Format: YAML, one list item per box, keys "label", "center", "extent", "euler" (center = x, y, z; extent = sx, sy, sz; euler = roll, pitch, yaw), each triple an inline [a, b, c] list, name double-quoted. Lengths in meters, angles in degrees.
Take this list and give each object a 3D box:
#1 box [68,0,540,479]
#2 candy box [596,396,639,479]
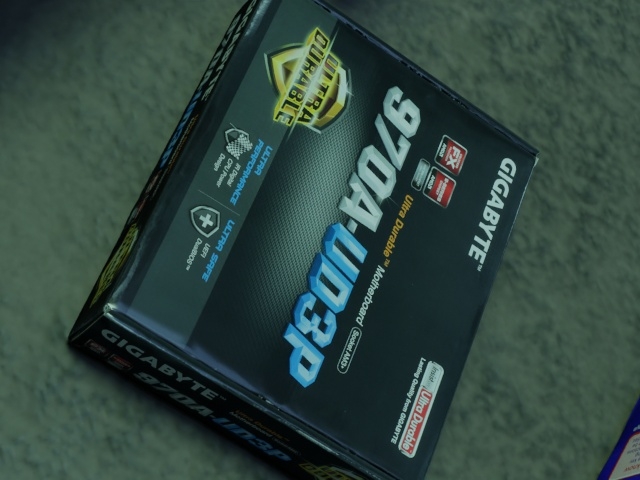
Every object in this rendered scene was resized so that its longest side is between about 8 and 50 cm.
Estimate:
- label: "box"
  center: [0.000, 0.000, 0.790]
  extent: [0.175, 0.051, 0.220]
  euler: [33, 57, -15]
- label: "candy box"
  center: [0.327, 0.181, 0.775]
  extent: [0.317, 0.268, 0.122]
  euler: [41, 59, -10]
